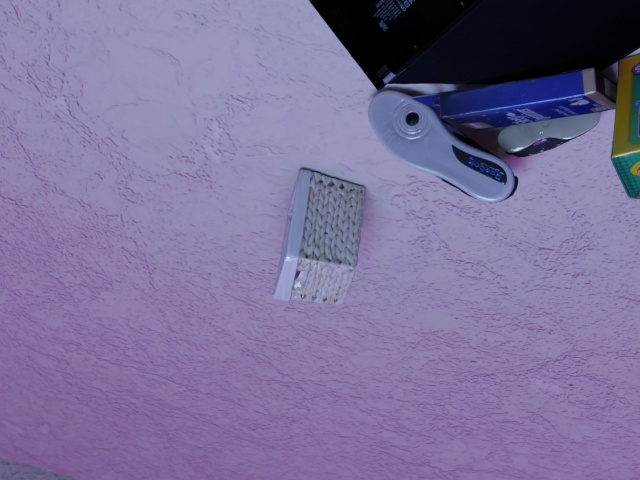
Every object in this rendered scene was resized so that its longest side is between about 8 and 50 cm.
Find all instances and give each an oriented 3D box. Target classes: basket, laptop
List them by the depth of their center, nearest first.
[{"bbox_3d":[0.172,-0.320,1.203,0.408,0.236,0.382,51,158,-3],"label":"laptop"},{"bbox_3d":[0.000,0.000,1.650,0.103,0.167,0.113,12,143,-4],"label":"basket"}]

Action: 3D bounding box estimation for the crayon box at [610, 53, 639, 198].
[{"bbox_3d":[0.474,-0.155,1.294,0.279,0.165,0.081,-11,135,30],"label":"crayon box"}]

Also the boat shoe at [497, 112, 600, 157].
[{"bbox_3d":[0.294,-0.142,1.474,0.133,0.048,0.042,-19,165,24],"label":"boat shoe"}]

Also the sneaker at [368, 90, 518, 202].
[{"bbox_3d":[0.160,-0.114,1.525,0.217,0.079,0.121,37,-175,12],"label":"sneaker"}]

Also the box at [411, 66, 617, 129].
[{"bbox_3d":[0.237,-0.167,1.405,0.225,0.036,0.136,-5,176,26],"label":"box"}]
